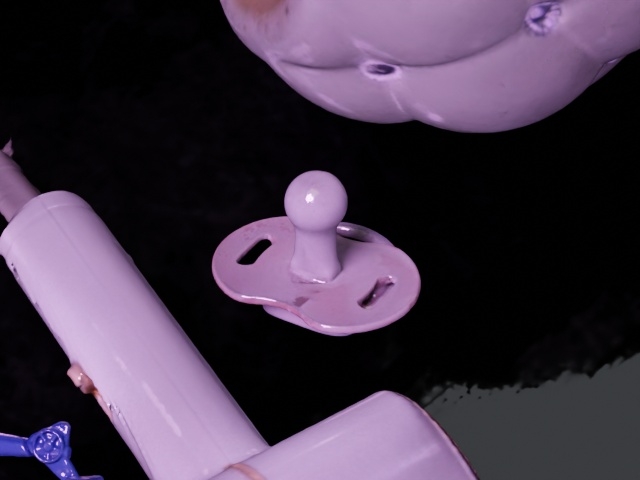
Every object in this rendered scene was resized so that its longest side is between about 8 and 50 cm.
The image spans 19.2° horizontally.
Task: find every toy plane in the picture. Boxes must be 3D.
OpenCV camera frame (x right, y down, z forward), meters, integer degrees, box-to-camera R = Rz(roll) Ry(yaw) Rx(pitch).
[{"bbox_3d":[-0.181,0.091,0.865,0.167,0.054,0.062,4,89,16],"label":"toy plane"}]

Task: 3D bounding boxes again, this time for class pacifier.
[{"bbox_3d":[0.000,0.000,0.864,0.099,0.078,0.081,17,41,24],"label":"pacifier"}]

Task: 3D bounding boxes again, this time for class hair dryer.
[{"bbox_3d":[-0.086,0.065,0.814,0.173,0.108,0.357,-24,49,-20],"label":"hair dryer"}]

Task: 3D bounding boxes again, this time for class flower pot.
[{"bbox_3d":[0.056,-0.167,0.862,0.195,0.246,0.246,-9,51,-23],"label":"flower pot"}]
